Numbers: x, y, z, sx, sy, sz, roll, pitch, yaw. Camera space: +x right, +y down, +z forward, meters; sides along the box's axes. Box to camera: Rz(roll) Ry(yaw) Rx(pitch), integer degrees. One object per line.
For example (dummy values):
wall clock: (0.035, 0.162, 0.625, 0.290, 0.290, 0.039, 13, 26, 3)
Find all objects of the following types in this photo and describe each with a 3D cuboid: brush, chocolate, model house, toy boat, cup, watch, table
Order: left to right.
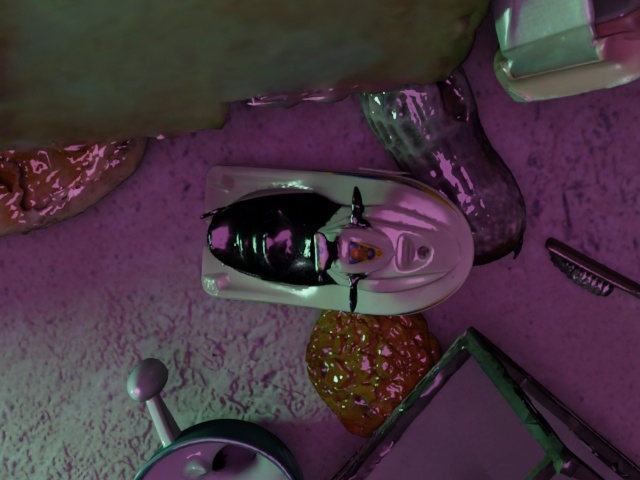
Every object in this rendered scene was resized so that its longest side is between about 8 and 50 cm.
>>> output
model house: (-0.105, -0.341, 1.081, 0.445, 0.395, 0.400, -8, 65, -8)
cup: (-0.089, 0.241, 1.259, 0.167, 0.173, 0.299, -31, 92, 7)
toy boat: (-0.001, -0.001, 1.219, 0.269, 0.141, 0.141, 7, 97, 39)
chocolate: (0.110, -0.086, 1.250, 0.110, 0.110, 0.248, -23, 94, 6)
table: (0.209, 0.295, 1.152, 0.335, 0.272, 0.222, 38, 97, -18)
watch: (0.222, -0.272, 1.155, 0.162, 0.253, 0.241, -8, 113, 33)
brush: (0.297, 0.054, 1.285, 0.190, 0.034, 0.027, 27, 106, 1)

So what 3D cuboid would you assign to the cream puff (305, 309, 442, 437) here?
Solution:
cream puff: (0.051, 0.119, 1.272, 0.126, 0.103, 0.144, -29, 87, 7)

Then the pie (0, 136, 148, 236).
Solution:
pie: (-0.316, -0.156, 1.283, 0.339, 0.077, 0.339, 0, 95, 4)
